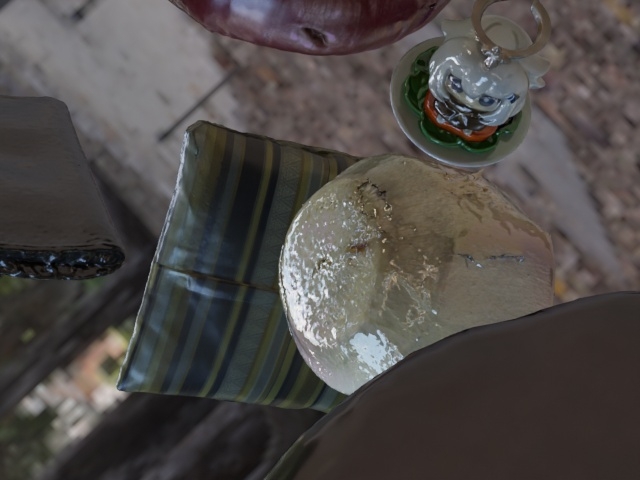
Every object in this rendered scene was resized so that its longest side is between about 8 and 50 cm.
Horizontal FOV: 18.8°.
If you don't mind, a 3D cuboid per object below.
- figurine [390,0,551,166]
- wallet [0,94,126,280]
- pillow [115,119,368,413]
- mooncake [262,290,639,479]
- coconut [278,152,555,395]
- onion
[{"bbox_3d":[0.137,-0.149,1.617,0.132,0.132,0.153,46,153,8],"label":"figurine"},{"bbox_3d":[-0.288,-0.056,1.757,0.321,0.170,0.044,-120,37,-56],"label":"wallet"},{"bbox_3d":[-0.024,0.029,1.410,0.212,0.208,0.052,10,-165,-24],"label":"pillow"},{"bbox_3d":[0.097,0.156,0.527,0.283,0.283,0.141,41,161,34],"label":"mooncake"},{"bbox_3d":[0.073,0.028,1.236,0.183,0.171,0.171,12,-163,-38],"label":"coconut"},{"bbox_3d":[-0.012,-0.336,1.723,0.347,0.347,0.285,45,139,13],"label":"onion"}]
